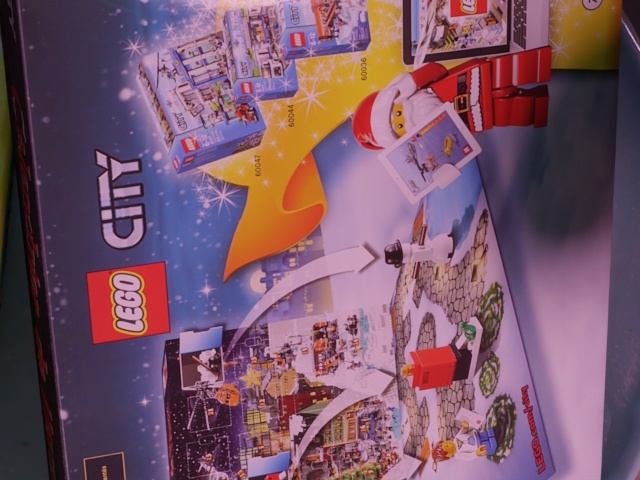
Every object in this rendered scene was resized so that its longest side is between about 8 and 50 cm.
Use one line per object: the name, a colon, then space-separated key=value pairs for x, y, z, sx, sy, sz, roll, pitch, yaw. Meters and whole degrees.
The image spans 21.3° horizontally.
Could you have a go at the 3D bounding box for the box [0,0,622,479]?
box: x=0.000 y=0.000 z=0.469 sx=0.159 sy=0.044 sz=0.233 roll=-8 pitch=115 yaw=-15

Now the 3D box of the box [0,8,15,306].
box: x=-0.141 y=0.003 z=0.477 sx=0.105 sy=0.043 sz=0.179 roll=5 pitch=109 yaw=-9

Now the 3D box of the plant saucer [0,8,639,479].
plant saucer: x=-0.041 y=0.016 z=0.539 sx=0.317 sy=0.044 sz=0.317 roll=-2 pitch=108 yaw=-7
